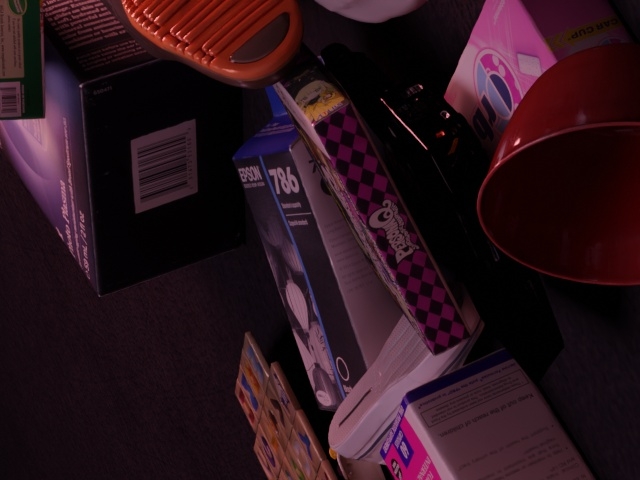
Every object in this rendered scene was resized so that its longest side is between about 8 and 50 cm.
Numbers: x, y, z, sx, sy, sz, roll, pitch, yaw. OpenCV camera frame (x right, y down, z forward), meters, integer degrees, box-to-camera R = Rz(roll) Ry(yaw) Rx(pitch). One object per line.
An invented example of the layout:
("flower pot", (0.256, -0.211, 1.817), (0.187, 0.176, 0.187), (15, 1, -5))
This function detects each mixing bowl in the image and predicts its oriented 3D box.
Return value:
("mixing bowl", (0.188, -0.059, 1.241), (0.181, 0.181, 0.098), (106, 170, -57))

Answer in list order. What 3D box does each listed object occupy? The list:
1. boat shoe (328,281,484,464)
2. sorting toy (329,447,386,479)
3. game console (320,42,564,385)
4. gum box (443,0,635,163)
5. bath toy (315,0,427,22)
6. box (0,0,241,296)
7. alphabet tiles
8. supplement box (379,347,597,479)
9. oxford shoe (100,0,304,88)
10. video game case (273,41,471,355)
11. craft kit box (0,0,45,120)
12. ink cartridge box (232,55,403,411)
("boat shoe", (0.091, 0.117, 1.723), (0.226, 0.076, 0.083), (-49, 27, 43))
("sorting toy", (0.037, 0.225, 2.020), (0.075, 0.045, 0.083), (117, 131, -87))
("game console", (0.083, -0.049, 1.537), (0.213, 0.044, 0.361), (64, 176, -29))
("gum box", (0.151, -0.103, 1.393), (0.107, 0.062, 0.188), (61, 158, 20))
("bath toy", (0.026, -0.314, 1.258), (0.151, 0.129, 0.348), (27, 111, 56))
("box", (-0.227, -0.155, 2.100), (0.294, 0.183, 0.296), (52, 152, 40))
("alphabet tiles", (-0.024, 0.254, 2.150), (0.285, 0.011, 0.342), (62, 166, 16))
("supplement box", (0.155, 0.217, 1.616), (0.220, 0.114, 0.111), (57, 155, 23))
("oxford shoe", (-0.107, -0.207, 1.694), (0.364, 0.130, 0.132), (45, 170, 47))
("video game case", (0.032, -0.043, 1.628), (0.232, 0.042, 0.210), (61, 178, -27))
("craft kit box", (-0.296, -0.258, 1.842), (0.246, 0.061, 0.250), (-134, 42, -65))
("ink cartridge box", (0.000, 0.000, 1.857), (0.165, 0.065, 0.332), (-6, 103, 69))
